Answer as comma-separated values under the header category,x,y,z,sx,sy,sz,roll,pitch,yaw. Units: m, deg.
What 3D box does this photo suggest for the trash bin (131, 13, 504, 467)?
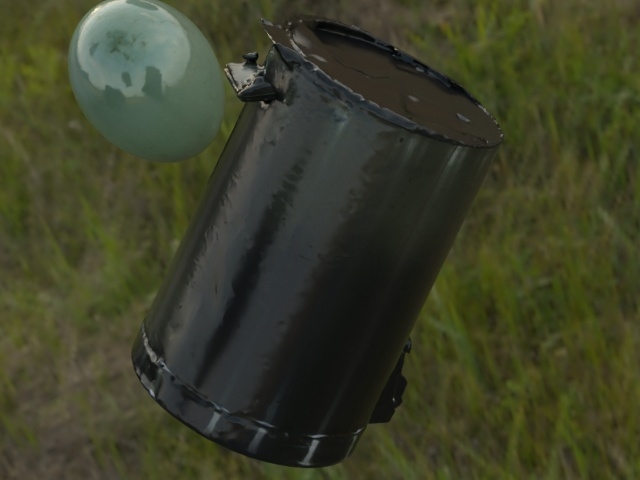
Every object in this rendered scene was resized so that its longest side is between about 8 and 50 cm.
category,x,y,z,sx,sy,sz,roll,pitch,yaw
trash bin,0.000,0.000,1.418,0.252,0.301,0.203,14,23,-27

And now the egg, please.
category,x,y,z,sx,sy,sz,roll,pitch,yaw
egg,-0.179,-0.166,1.873,0.149,0.192,0.149,-25,28,15
